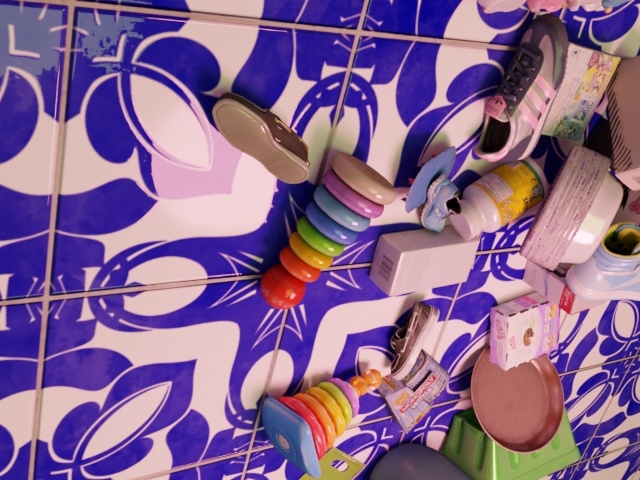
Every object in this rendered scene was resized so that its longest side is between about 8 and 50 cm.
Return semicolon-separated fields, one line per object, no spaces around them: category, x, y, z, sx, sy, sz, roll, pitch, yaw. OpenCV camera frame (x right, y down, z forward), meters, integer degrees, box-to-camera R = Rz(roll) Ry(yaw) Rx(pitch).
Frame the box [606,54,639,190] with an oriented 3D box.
box;0.706;-0.261;1.714;0.113;0.094;0.275;24;60;-44

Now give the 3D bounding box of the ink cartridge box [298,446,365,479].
ink cartridge box;0.009;0.679;2.000;0.255;0.097;0.189;-45;136;2

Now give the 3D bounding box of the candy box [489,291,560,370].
candy box;0.548;0.238;2.067;0.196;0.070;0.165;-15;114;-28

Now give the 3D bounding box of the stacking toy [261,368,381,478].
stacking toy;0.028;0.381;1.779;0.301;0.165;0.175;-31;123;-30

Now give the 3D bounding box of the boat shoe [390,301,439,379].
boat shoe;0.207;0.238;1.851;0.070;0.078;0.219;21;115;-7

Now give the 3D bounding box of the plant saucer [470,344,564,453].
plant saucer;0.530;0.423;2.110;0.310;0.311;0.050;-13;169;-29

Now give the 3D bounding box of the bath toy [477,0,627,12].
bath toy;0.425;-0.491;1.438;0.348;0.151;0.129;-9;87;-28

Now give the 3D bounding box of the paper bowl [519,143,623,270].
paper bowl;0.576;-0.063;1.746;0.284;0.148;0.284;-57;167;-21

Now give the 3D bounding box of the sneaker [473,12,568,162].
sneaker;0.403;-0.299;1.568;0.131;0.112;0.319;-13;126;-32

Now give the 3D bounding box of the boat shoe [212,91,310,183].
boat shoe;-0.099;-0.184;1.322;0.081;0.069;0.227;-18;140;30

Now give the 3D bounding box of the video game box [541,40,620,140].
video game box;0.548;-0.328;1.698;0.187;0.048;0.205;4;119;-35

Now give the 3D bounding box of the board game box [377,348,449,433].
board game box;0.229;0.379;1.969;0.194;0.060;0.194;-47;136;2

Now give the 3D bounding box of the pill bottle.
pill bottle;0.388;-0.091;1.704;0.208;0.117;0.118;-31;134;-14

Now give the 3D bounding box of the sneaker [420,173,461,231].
sneaker;0.261;-0.065;1.641;0.063;0.073;0.162;-42;154;-25

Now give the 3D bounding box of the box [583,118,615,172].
box;0.745;-0.201;1.848;0.155;0.158;0.093;11;119;-42

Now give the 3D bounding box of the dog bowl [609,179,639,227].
dog bowl;0.933;-0.078;2.086;0.407;0.150;0.408;-19;130;-25

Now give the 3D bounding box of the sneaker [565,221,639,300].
sneaker;0.767;0.043;1.847;0.318;0.127;0.208;-7;142;-24

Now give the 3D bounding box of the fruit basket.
fruit basket;0.544;0.653;2.274;0.391;0.283;0.393;-9;108;-29

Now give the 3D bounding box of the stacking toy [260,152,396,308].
stacking toy;0.000;0.000;1.486;0.141;0.141;0.330;20;111;-43

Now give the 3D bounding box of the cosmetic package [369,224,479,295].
cosmetic package;0.232;0.040;1.711;0.231;0.085;0.117;-7;125;-34

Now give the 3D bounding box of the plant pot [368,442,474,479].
plant pot;0.270;0.698;2.104;0.292;0.235;0.293;-18;129;-24

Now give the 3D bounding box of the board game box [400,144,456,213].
board game box;0.218;-0.135;1.601;0.168;0.033;0.133;-34;150;-39

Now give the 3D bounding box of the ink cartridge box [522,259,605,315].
ink cartridge box;0.628;0.104;1.978;0.127;0.175;0.072;-14;125;-28
